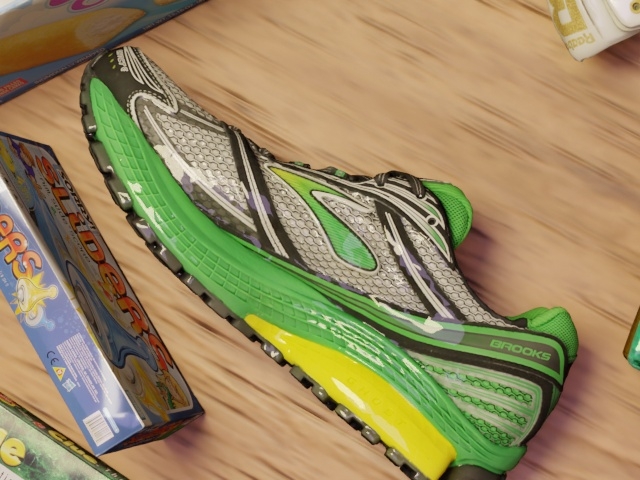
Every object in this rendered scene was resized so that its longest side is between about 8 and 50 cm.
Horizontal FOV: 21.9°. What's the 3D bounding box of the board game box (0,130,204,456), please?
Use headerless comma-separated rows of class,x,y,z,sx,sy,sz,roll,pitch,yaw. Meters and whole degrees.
board game box,-0.149,0.029,0.984,0.035,0.136,0.201,-32,83,7

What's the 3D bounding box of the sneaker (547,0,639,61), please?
sneaker,0.120,-0.185,0.928,0.292,0.108,0.169,-5,88,-16

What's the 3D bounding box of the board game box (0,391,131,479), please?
board game box,-0.158,0.205,1.031,0.260,0.030,0.136,33,95,10

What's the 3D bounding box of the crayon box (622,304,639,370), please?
crayon box,0.251,-0.048,0.904,0.081,0.165,0.278,22,91,10

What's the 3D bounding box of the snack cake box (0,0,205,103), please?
snack cake box,-0.141,-0.177,0.985,0.264,0.152,0.089,-25,83,8

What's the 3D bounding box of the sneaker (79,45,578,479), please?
sneaker,0.000,0.000,0.977,0.343,0.134,0.146,40,87,1
